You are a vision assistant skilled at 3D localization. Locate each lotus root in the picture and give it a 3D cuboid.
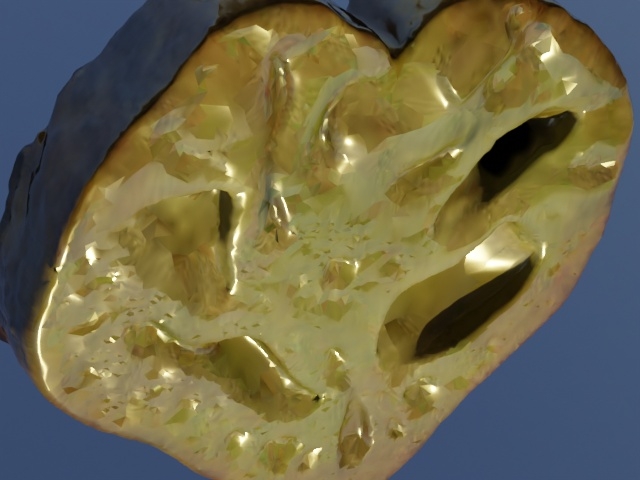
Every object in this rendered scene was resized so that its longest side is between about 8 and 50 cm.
[{"bbox_3d":[0.000,0.000,0.989,0.390,0.375,0.111,-18,-140,-22],"label":"lotus root"}]
